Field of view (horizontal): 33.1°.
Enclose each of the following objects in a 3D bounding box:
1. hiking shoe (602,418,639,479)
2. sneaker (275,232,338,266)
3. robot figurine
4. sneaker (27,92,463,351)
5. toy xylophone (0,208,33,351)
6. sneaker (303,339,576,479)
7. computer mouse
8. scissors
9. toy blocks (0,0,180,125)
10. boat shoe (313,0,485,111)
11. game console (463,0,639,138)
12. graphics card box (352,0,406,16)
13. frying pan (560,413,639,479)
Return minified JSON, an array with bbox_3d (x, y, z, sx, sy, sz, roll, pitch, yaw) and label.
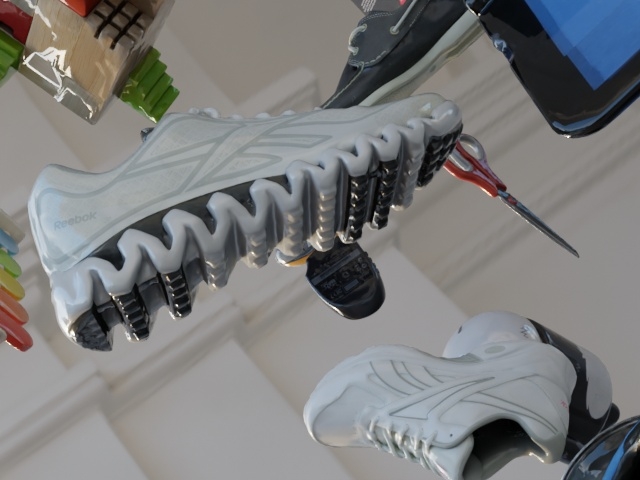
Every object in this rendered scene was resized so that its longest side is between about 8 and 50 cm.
[{"bbox_3d":[0.188,0.228,0.662,0.132,0.113,0.304,16,-92,-57],"label":"hiking shoe"},{"bbox_3d":[0.005,-0.048,1.475,0.215,0.083,0.084,-44,17,24],"label":"sneaker"},{"bbox_3d":[0.295,0.208,1.527,0.278,0.209,0.174,27,-102,-32],"label":"robot figurine"},{"bbox_3d":[-0.043,-0.042,0.681,0.292,0.118,0.110,-23,-24,-18],"label":"sneaker"},{"bbox_3d":[-0.483,0.025,1.397,0.081,0.323,0.236,-40,-56,10],"label":"toy xylophone"},{"bbox_3d":[0.090,0.148,0.875,0.232,0.115,0.090,-11,-52,19],"label":"sneaker"},{"bbox_3d":[0.000,0.000,1.192,0.071,0.242,0.041,-33,-37,0],"label":"computer mouse"},{"bbox_3d":[0.281,-0.069,1.699,0.109,0.297,0.021,-14,-33,-43],"label":"scissors"},{"bbox_3d":[-0.277,-0.286,1.015,0.191,0.381,0.261,-59,7,-34],"label":"toy blocks"},{"bbox_3d":[0.059,-0.163,0.958,0.233,0.079,0.084,-42,-7,-2],"label":"boat shoe"},{"bbox_3d":[0.158,-0.251,0.587,0.293,0.250,0.173,-44,5,20],"label":"game console"},{"bbox_3d":[0.032,-0.485,1.590,0.094,0.371,0.233,-43,-3,-12],"label":"graphics card box"},{"bbox_3d":[0.373,0.271,1.007,0.326,0.053,0.197,25,-69,-13],"label":"frying pan"}]
